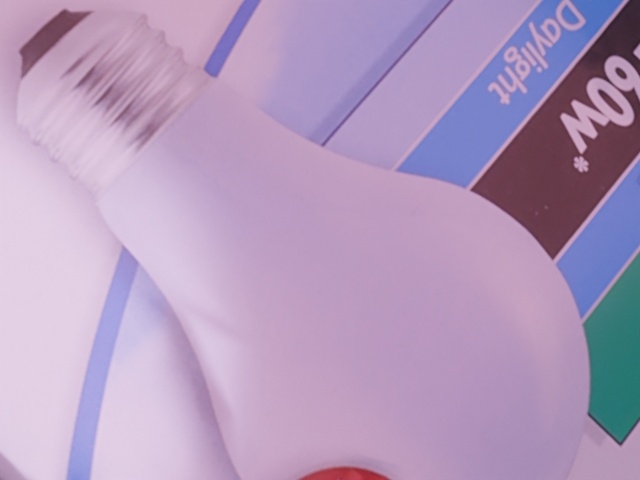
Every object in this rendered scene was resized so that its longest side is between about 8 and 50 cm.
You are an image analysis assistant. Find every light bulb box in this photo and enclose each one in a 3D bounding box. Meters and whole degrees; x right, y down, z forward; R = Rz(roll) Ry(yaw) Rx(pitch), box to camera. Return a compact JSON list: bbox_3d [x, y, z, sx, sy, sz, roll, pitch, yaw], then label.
[{"bbox_3d":[0.000,0.000,0.672,0.361,0.225,0.358,42,71,-5],"label":"light bulb box"}]
